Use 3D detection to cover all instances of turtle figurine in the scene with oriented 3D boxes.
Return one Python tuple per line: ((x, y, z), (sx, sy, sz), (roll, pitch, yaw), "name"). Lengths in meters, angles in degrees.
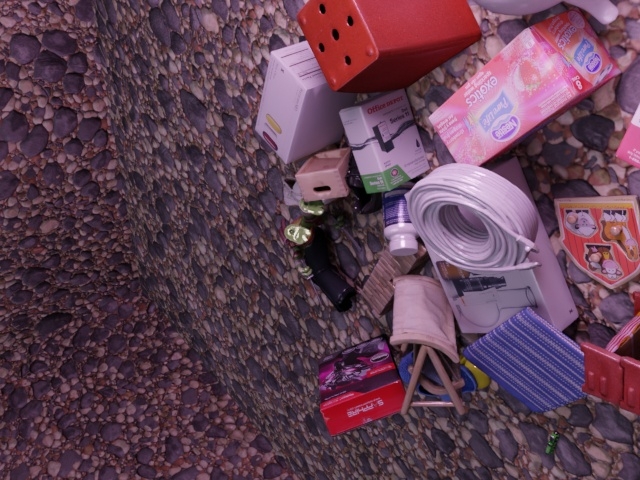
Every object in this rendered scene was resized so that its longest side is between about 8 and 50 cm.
((0.000, 0.000, 1.786), (0.275, 0.197, 0.266), (58, 175, 17), "turtle figurine")

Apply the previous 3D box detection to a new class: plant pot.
((0.114, -0.451, 1.290), (0.267, 0.235, 0.267), (-21, 95, 59), "plant pot")

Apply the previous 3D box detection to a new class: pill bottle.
((0.200, -0.052, 1.548), (0.094, 0.094, 0.170), (145, 128, -59), "pill bottle")

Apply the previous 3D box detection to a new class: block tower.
((0.208, 0.083, 1.717), (0.097, 0.091, 0.335), (49, 147, 21), "block tower")

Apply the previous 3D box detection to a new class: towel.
((0.482, 0.276, 1.416), (0.243, 0.040, 0.336), (37, 152, 6), "towel")

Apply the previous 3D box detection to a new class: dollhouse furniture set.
((0.570, 0.097, 1.082), (0.152, 0.201, 0.374), (21, 131, 48), "dollhouse furniture set")

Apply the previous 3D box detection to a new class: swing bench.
((0.267, 0.253, 1.562), (0.165, 0.253, 0.255), (-4, 122, 11), "swing bench")

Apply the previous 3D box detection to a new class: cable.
((0.299, -0.041, 1.249), (0.257, 0.089, 0.257), (47, 153, -10), "cable")

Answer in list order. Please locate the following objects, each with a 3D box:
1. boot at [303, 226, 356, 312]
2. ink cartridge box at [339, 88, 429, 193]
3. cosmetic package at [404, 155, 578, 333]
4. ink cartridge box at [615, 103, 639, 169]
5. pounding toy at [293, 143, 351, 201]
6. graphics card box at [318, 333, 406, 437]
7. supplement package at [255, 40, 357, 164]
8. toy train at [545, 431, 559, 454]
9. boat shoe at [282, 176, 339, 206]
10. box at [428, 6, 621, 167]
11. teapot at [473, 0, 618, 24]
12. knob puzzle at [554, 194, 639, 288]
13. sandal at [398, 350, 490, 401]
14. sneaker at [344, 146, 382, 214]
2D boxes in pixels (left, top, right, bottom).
((0.031, 0.094, 1.981), (0.207, 0.094, 0.247), (43, 151, 34), "boot")
((0.153, -0.236, 1.484), (0.086, 0.153, 0.209), (-1, 114, 55), "ink cartridge box")
((0.377, 0.026, 1.420), (0.284, 0.097, 0.377), (-14, 102, 56), "cosmetic package")
((0.588, -0.207, 0.895), (0.207, 0.117, 0.283), (40, 143, 32), "ink cartridge box")
((0.013, -0.190, 1.707), (0.181, 0.206, 0.094), (-6, 121, 28), "pounding toy")
((0.115, 0.408, 1.822), (0.371, 0.232, 0.094), (-90, -22, -80), "graphics card box")
((-0.030, -0.359, 1.605), (0.145, 0.204, 0.262), (48, 146, 20), "supplement package")
((0.577, 0.509, 1.572), (0.017, 0.023, 0.083), (35, 140, 37), "toy train")
((-0.040, -0.154, 1.888), (0.277, 0.098, 0.096), (7, 121, 55), "boat shoe")
((0.360, -0.264, 1.154), (0.142, 0.154, 0.300), (59, 148, 5), "box")
((0.335, -0.474, 1.009), (0.252, 0.187, 0.256), (2, 90, 35), "teapot")
((0.544, 0.009, 1.219), (0.213, 0.030, 0.213), (36, 141, 36), "knob puzzle")
((0.313, 0.379, 1.755), (0.317, 0.138, 0.126), (-15, 103, 60), "sandal")
((0.119, -0.197, 1.589), (0.109, 0.130, 0.286), (12, 123, 50), "sneaker")
